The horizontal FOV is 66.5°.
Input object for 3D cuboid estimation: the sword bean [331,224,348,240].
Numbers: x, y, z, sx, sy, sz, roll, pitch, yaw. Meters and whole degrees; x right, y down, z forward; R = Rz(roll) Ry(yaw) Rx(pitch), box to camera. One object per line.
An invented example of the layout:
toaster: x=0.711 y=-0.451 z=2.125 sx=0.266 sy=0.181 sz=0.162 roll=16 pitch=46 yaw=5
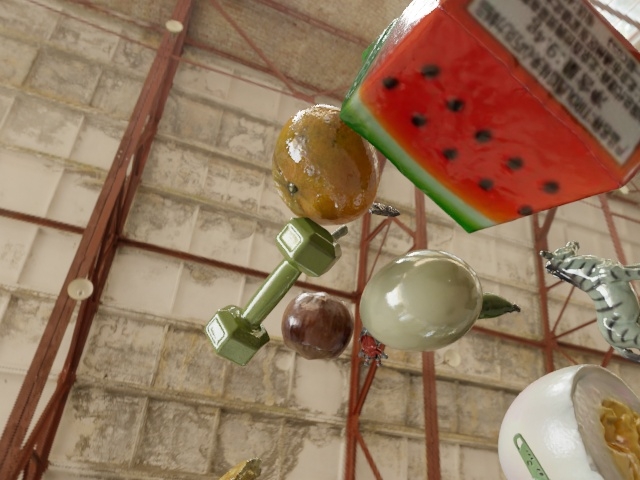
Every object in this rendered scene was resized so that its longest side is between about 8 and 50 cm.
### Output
sword bean: x=0.001 y=0.000 z=1.553 sx=0.269 sy=0.038 sz=0.043 roll=-22 pitch=-91 yaw=-44

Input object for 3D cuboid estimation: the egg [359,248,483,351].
egg: x=0.182 y=0.114 z=0.910 sx=0.186 sy=0.241 sz=0.186 roll=22 pitch=-124 yaw=-38

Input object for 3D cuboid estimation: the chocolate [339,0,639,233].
chocolate: x=0.228 y=-0.188 z=0.696 sx=0.360 sy=0.341 sz=0.161 roll=39 pitch=-110 yaw=-9

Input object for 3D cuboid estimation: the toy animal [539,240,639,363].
toy animal: x=0.458 y=0.089 z=0.767 sx=0.073 sy=0.176 sz=0.217 roll=16 pitch=-118 yaw=-51

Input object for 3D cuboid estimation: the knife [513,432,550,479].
knife: x=0.397 y=0.432 z=0.866 sx=0.014 sy=0.030 sz=0.207 roll=-32 pitch=-87 yaw=-50

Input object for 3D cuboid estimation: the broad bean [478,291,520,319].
broad bean: x=0.357 y=0.151 z=1.108 sx=0.213 sy=0.048 sz=0.070 roll=5 pitch=-109 yaw=-15

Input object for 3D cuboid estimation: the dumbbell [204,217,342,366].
dumbbell: x=-0.090 y=0.095 z=0.899 sx=0.108 sy=0.302 sz=0.121 roll=21 pitch=-157 yaw=-50

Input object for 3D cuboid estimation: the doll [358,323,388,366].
doll: x=0.104 y=0.211 z=1.005 sx=0.039 sy=0.057 sz=0.114 roll=-29 pitch=-61 yaw=-33

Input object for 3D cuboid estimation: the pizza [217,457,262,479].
pizza: x=-0.226 y=0.563 z=0.990 sx=0.292 sy=0.197 sz=0.058 roll=-41 pitch=-89 yaw=-10

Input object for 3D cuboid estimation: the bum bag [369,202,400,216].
bum bag: x=0.174 y=-0.088 z=1.396 sx=0.124 sy=0.034 sz=0.058 roll=5 pitch=-162 yaw=-40

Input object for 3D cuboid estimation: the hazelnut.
hazelnut: x=-0.007 y=0.177 z=1.027 sx=0.154 sy=0.143 sz=0.143 roll=13 pitch=-131 yaw=20

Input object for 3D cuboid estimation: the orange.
orange: x=0.004 y=-0.138 z=0.947 sx=0.171 sy=0.240 sz=0.240 roll=-29 pitch=-104 yaw=-34

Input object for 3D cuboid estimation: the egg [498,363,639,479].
egg: x=0.611 y=0.525 z=1.227 sx=0.354 sy=0.340 sz=0.354 roll=19 pitch=-130 yaw=-24
